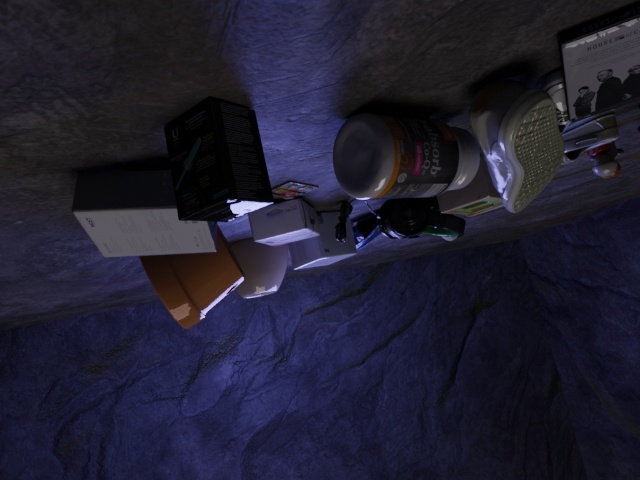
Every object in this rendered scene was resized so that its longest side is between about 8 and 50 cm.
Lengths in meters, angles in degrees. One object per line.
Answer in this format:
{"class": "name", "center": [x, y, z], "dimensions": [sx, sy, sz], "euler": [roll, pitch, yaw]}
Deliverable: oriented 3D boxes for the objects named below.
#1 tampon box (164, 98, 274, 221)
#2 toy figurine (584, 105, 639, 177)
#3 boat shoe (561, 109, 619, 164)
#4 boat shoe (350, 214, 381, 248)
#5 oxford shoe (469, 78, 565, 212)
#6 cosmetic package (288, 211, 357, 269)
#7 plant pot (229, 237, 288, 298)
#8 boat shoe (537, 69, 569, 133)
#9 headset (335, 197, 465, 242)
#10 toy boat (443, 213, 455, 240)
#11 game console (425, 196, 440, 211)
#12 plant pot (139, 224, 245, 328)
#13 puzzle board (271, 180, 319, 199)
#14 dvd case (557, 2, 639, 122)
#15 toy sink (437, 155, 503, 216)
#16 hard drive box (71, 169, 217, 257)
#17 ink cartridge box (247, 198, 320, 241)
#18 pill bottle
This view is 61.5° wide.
{"class": "tampon box", "center": [-0.164, -0.122, 0.865], "dimensions": [0.120, 0.161, 0.101], "euler": [-18, 169, 35]}
{"class": "toy figurine", "center": [0.807, -0.248, 1.399], "dimensions": [0.213, 0.148, 0.209], "euler": [-19, 168, 31]}
{"class": "boat shoe", "center": [0.609, -0.240, 1.353], "dimensions": [0.109, 0.094, 0.302], "euler": [-9, 170, -18]}
{"class": "boat shoe", "center": [0.156, -0.047, 1.953], "dimensions": [0.089, 0.109, 0.258], "euler": [8, 142, -45]}
{"class": "oxford shoe", "center": [0.403, -0.189, 1.112], "dimensions": [0.169, 0.130, 0.449], "euler": [-49, 149, 2]}
{"class": "cosmetic package", "center": [0.000, 0.000, 1.800], "dimensions": [0.151, 0.151, 0.183], "euler": [-6, 169, -36]}
{"class": "plant pot", "center": [-0.245, 0.111, 2.016], "dimensions": [0.284, 0.191, 0.284], "euler": [-11, 171, -2]}
{"class": "boat shoe", "center": [0.487, -0.271, 1.081], "dimensions": [0.083, 0.076, 0.226], "euler": [-16, 169, 21]}
{"class": "headset", "center": [0.248, -0.045, 1.666], "dimensions": [0.394, 0.185, 0.243], "euler": [13, 176, -8]}
{"class": "toy boat", "center": [0.449, -0.095, 1.917], "dimensions": [0.151, 0.151, 0.231], "euler": [-54, 175, 10]}
{"class": "game console", "center": [0.371, -0.118, 1.840], "dimensions": [0.122, 0.107, 0.071], "euler": [-16, 142, 15]}
{"class": "plant pot", "center": [-0.341, 0.064, 1.470], "dimensions": [0.203, 0.291, 0.291], "euler": [-29, 172, -6]}
{"class": "puzzle board", "center": [-0.077, -0.127, 1.395], "dimensions": [0.096, 0.011, 0.128], "euler": [-18, 169, 32]}
{"class": "dvd case", "center": [0.506, -0.299, 0.910], "dimensions": [0.179, 0.030, 0.238], "euler": [-16, 153, 22]}
{"class": "toy sink", "center": [0.459, -0.151, 1.570], "dimensions": [0.152, 0.131, 0.234], "euler": [-19, 168, 39]}
{"class": "hard drive box", "center": [-0.329, -0.049, 1.047], "dimensions": [0.232, 0.089, 0.181], "euler": [-3, 151, -4]}
{"class": "ink cartridge box", "center": [-0.099, -0.048, 1.556], "dimensions": [0.158, 0.092, 0.218], "euler": [-14, 172, 9]}
{"class": "pill bottle", "center": [0.175, -0.163, 1.062], "dimensions": [0.278, 0.162, 0.162], "euler": [-6, 168, -36]}
